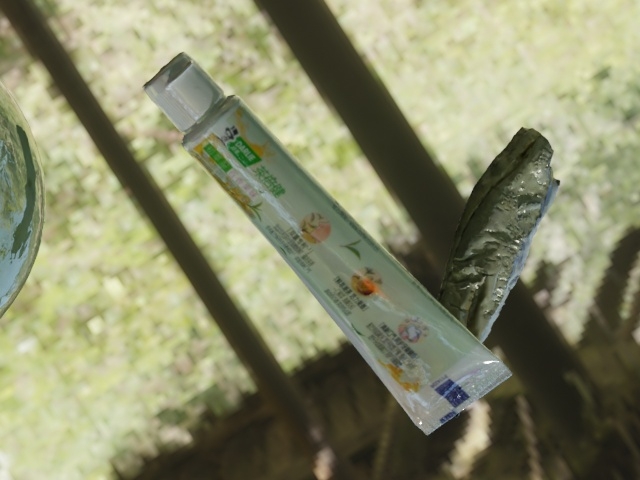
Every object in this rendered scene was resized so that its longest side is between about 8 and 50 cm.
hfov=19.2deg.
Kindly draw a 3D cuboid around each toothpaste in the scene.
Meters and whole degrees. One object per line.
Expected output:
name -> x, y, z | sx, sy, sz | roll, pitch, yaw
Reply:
toothpaste -> 0.000, 0.000, 1.285 | 0.056, 0.314, 0.058 | -47, -168, -26

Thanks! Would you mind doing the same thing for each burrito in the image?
burrito -> 0.126, 0.025, 1.443 | 0.058, 0.229, 0.063 | 14, 173, 43

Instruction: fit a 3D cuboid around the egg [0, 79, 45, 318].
egg -> -0.296, -0.052, 1.116 | 0.218, 0.295, 0.218 | -33, -156, 16
